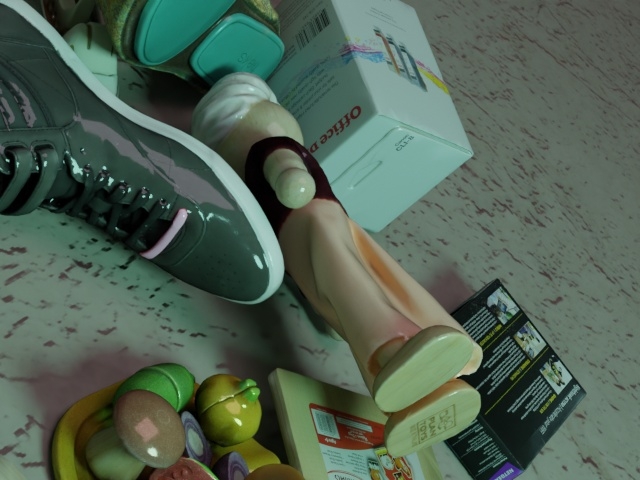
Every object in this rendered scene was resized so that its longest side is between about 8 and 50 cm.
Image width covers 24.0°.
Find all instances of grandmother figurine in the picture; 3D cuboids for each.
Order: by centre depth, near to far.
[{"bbox_3d":[0.000,0.000,1.112,0.104,0.208,0.342,-21,52,-16],"label":"grandmother figurine"}]

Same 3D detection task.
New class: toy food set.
[{"bbox_3d":[-0.090,0.133,0.925,0.128,0.071,0.218,54,31,8],"label":"toy food set"}]

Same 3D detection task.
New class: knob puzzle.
[{"bbox_3d":[0.038,0.196,1.058,0.213,0.030,0.213,39,31,-29],"label":"knob puzzle"}]

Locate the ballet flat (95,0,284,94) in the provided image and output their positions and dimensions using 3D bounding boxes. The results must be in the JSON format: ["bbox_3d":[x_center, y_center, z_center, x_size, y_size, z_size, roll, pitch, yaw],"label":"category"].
[{"bbox_3d":[-0.112,-0.188,1.134,0.123,0.123,0.348,54,4,9],"label":"ballet flat"}]

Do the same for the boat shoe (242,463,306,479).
[{"bbox_3d":[-0.021,0.240,0.894,0.073,0.073,0.207,1,57,4],"label":"boat shoe"}]

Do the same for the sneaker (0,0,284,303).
[{"bbox_3d":[-0.162,-0.033,0.999,0.295,0.104,0.147,41,35,-6],"label":"sneaker"}]

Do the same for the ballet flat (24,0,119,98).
[{"bbox_3d":[-0.187,-0.157,1.128,0.072,0.068,0.213,16,44,-43],"label":"ballet flat"}]

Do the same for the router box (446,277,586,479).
[{"bbox_3d":[0.146,0.119,1.273,0.133,0.046,0.179,52,31,4],"label":"router box"}]

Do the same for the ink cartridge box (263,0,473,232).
[{"bbox_3d":[0.025,-0.119,1.301,0.127,0.128,0.176,18,43,-42],"label":"ink cartridge box"}]
